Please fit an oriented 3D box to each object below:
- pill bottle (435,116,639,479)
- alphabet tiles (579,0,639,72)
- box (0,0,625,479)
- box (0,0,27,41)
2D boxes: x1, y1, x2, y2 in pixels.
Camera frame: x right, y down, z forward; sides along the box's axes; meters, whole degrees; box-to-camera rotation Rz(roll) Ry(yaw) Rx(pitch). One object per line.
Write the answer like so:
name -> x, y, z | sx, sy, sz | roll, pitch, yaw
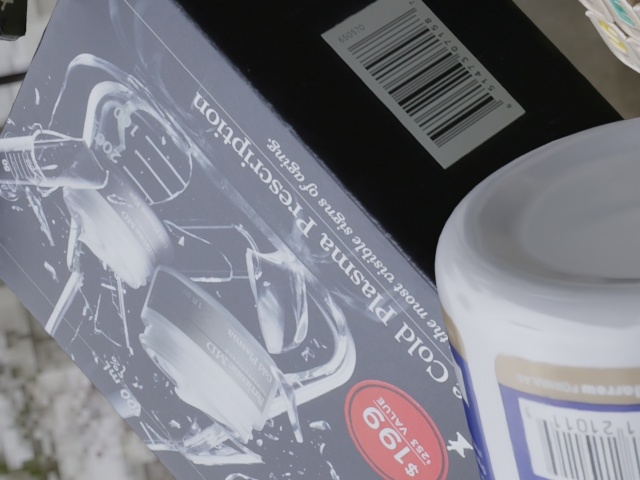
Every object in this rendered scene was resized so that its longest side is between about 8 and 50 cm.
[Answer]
pill bottle -> 0.138, 0.100, 0.709 | 0.153, 0.153, 0.264 | -105, 1, -64
alphabet tiles -> 0.285, -0.135, 1.533 | 0.278, 0.021, 0.284 | 49, 176, -41
box -> 0.000, 0.000, 1.121 | 0.343, 0.179, 0.312 | 48, 144, 10
box -> -0.438, -0.270, 1.397 | 0.293, 0.396, 0.212 | -1, -81, -67
